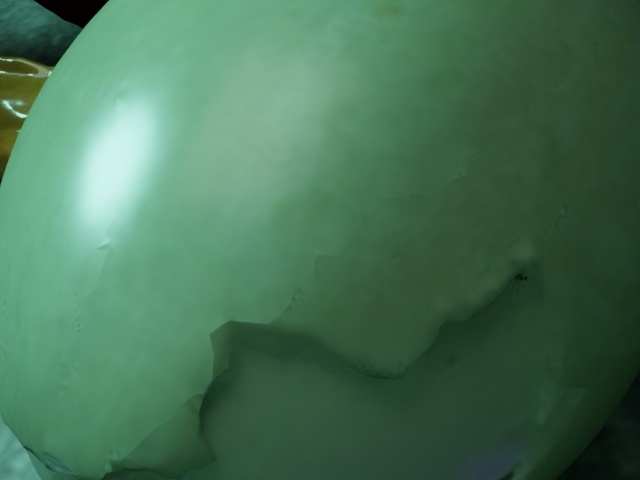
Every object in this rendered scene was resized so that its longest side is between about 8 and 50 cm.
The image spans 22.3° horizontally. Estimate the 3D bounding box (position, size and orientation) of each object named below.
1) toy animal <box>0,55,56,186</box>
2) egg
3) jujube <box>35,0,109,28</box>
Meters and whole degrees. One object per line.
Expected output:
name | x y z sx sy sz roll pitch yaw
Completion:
toy animal | -0.107 -0.051 0.670 0.255 0.116 0.114 14 66 30
egg | 0.000 0.000 0.448 0.183 0.183 0.217 13 36 38
jujube | -0.041 -0.174 0.730 0.250 0.174 0.174 4 40 25
